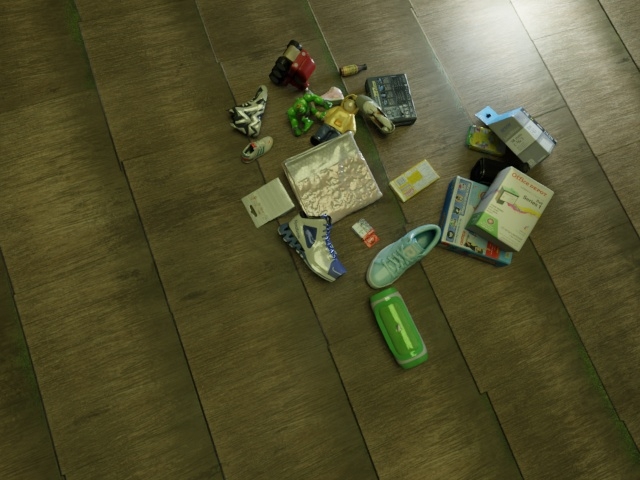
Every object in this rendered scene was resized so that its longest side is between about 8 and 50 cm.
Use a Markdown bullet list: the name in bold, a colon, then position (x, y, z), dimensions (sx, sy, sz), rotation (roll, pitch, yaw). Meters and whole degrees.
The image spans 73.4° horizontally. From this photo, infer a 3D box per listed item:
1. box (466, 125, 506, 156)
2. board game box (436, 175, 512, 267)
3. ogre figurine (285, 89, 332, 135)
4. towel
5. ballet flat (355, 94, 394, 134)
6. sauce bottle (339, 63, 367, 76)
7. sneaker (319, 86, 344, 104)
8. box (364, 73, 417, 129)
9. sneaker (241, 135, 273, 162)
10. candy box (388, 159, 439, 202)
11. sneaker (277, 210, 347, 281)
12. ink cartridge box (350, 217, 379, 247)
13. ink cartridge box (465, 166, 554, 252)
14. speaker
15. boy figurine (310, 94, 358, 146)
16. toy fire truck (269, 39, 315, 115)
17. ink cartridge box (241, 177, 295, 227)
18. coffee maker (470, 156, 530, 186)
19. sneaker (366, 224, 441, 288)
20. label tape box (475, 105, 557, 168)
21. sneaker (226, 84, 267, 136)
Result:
- **box**: position (0.745, -0.449, 1.940), dimensions (0.179, 0.043, 0.105), rotation (15, 75, -6)
- **board game box**: position (0.668, -0.079, 1.816), dimensions (0.302, 0.086, 0.307), rotation (19, 75, -2)
- **ogre figurine**: position (-0.062, -0.539, 1.799), dimensions (0.118, 0.197, 0.096), rotation (43, 42, -23)
- **towel**: position (0.051, -0.244, 1.759), dimensions (0.332, 0.053, 0.316), rotation (-28, 98, -11)
- **ballet flat**: position (0.237, -0.536, 1.816), dimensions (0.213, 0.068, 0.072), rotation (44, 90, -13)
- **sauce bottle**: position (0.149, -0.776, 1.947), dimensions (0.128, 0.042, 0.042), rotation (-18, 79, -9)
- **sneaker**: position (0.035, -0.637, 1.896), dimensions (0.135, 0.051, 0.070), rotation (-9, 76, -12)
- **box**: position (0.312, -0.622, 1.920), dimensions (0.184, 0.059, 0.232), rotation (-10, 78, -10)
- **sneaker**: position (-0.261, -0.386, 1.783), dimensions (0.161, 0.075, 0.057), rotation (-37, 83, -14)
- **candy box**: position (0.405, -0.257, 1.858), dimensions (0.206, 0.027, 0.105), rotation (-33, 85, -13)
- **sneaker**: position (-0.001, -0.001, 1.659), dimensions (0.315, 0.127, 0.182), rotation (44, 107, 5)
- **ink cartridge box**: position (0.187, -0.031, 1.774), dimensions (0.063, 0.029, 0.115), rotation (-41, 84, -15)
- **ink cartridge box**: position (0.748, -0.121, 1.704), dimensions (0.202, 0.117, 0.278), rotation (32, 87, 1)
- **speaker**: position (0.298, 0.332, 1.649), dimensions (0.131, 0.131, 0.296), rotation (-23, 80, -12)
- **boy figurine**: position (0.083, -0.505, 1.849), dimensions (0.177, 0.092, 0.285), rotation (37, 78, 6)
- **toy fire truck**: position (-0.084, -0.676, 1.819), dimensions (0.246, 0.217, 0.158), rotation (34, 80, -14)
- **ink cartridge box**: position (-0.211, -0.151, 1.760), dimensions (0.179, 0.045, 0.145), rotation (-30, 82, 5)
- **coffee maker**: position (0.758, -0.294, 1.837), dimensions (0.179, 0.171, 0.120), rotation (10, 48, -7)
- **sneaker**: position (0.331, 0.048, 1.710), dimensions (0.366, 0.150, 0.135), rotation (-42, 83, -14)
- **label tape box**: position (0.859, -0.488, 1.874), dimensions (0.333, 0.106, 0.241), rotation (47, 41, 5)
- **sneaker**: position (-0.314, -0.561, 1.810), dimensions (0.153, 0.094, 0.234), rotation (12, 85, -13)
